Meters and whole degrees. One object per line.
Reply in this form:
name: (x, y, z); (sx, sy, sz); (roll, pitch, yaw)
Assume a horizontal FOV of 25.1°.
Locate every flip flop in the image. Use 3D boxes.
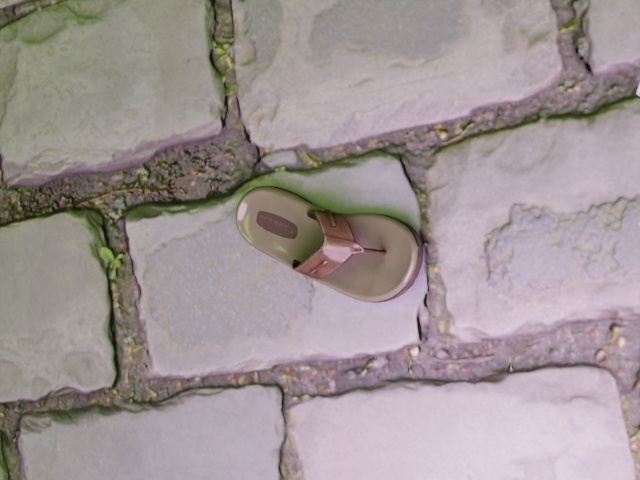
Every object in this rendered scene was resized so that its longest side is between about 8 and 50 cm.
flip flop: (0.000, 0.000, 1.776); (0.277, 0.080, 0.112); (22, 100, 29)

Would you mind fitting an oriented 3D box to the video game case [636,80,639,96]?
video game case: (0.434, -0.192, 1.491); (0.173, 0.022, 0.190); (28, 136, 17)
